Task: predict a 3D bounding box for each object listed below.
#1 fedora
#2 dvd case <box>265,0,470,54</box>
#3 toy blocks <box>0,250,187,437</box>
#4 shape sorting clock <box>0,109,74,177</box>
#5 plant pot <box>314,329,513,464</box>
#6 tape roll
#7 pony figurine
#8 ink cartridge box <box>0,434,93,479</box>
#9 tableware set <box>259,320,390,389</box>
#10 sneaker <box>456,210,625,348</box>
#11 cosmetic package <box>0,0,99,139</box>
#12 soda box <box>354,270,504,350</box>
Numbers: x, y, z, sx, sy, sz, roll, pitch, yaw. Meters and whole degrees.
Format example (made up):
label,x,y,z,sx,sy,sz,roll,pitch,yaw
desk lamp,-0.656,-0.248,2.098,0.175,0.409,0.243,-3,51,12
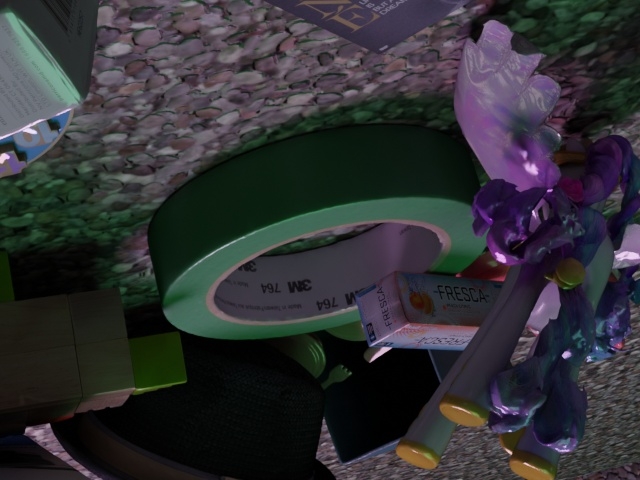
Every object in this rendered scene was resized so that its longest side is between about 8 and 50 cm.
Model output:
label,x,y,z,sx,sy,sz,roll,pitch,yaw
fedora,-0.117,0.180,1.560,0.334,0.334,0.152,10,104,-47
dvd case,0.042,-0.199,0.991,0.165,0.018,0.221,-27,155,30
toy blocks,-0.339,0.136,1.397,0.382,0.190,0.261,-8,169,-14
shape sorting clock,-0.278,-0.086,1.029,0.206,0.040,0.206,-13,159,-5
plant pot,0.126,0.153,1.722,0.165,0.165,0.234,-29,162,32
tape roll,0.000,0.000,1.373,0.321,0.077,0.321,-12,158,-5
pony figurine,0.203,0.011,1.207,0.303,0.363,0.351,26,160,2
ink cartridge box,-0.371,0.292,1.349,0.286,0.166,0.395,0,-179,-24
tableware set,0.001,0.096,1.621,0.128,0.039,0.194,40,126,-19
sneaker,0.262,0.059,1.605,0.116,0.136,0.314,-30,154,31
cosmetic package,-0.256,-0.101,0.877,0.231,0.117,0.085,-21,130,17
soda box,0.122,0.073,1.450,0.183,0.058,0.063,7,149,-45
